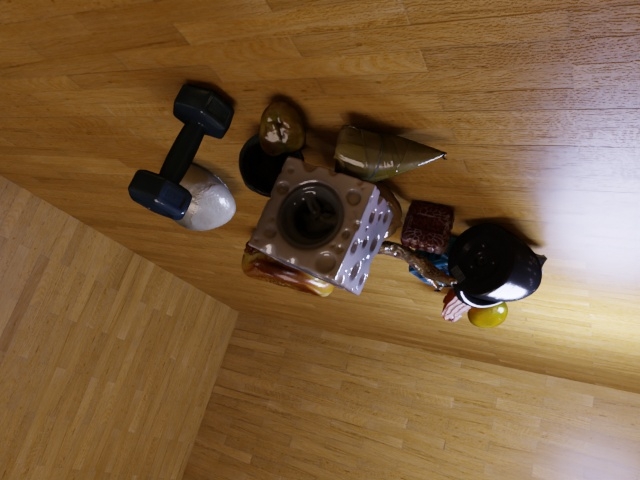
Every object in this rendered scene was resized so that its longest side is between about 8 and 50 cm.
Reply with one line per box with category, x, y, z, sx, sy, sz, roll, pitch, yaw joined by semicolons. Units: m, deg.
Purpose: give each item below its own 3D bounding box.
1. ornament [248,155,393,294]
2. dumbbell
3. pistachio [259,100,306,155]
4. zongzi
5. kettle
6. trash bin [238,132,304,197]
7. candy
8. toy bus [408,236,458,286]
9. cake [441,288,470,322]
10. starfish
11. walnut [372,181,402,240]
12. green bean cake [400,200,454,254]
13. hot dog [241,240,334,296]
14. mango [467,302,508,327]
ornament;0.011;-0.030;1.394;0.240;0.239;0.240;22;173;22
dumbbell;-0.332;-0.212;1.354;0.143;0.316;0.156;26;166;-12
pistachio;-0.088;-0.256;1.353;0.110;0.100;0.189;19;161;5
zongzi;0.158;-0.189;1.352;0.256;0.115;0.228;4;168;1
kettle;0.516;0.103;1.653;0.290;0.207;0.268;19;128;-43
trash bin;-0.143;-0.192;1.516;0.175;0.175;0.161;22;171;-13
candy;-0.418;-0.134;1.875;0.295;0.185;0.295;21;164;6
toy bus;0.401;0.068;1.833;0.134;0.113;0.246;28;161;-14
cake;0.559;0.236;2.197;0.098;0.135;0.287;32;152;0
starfish;0.232;0.078;1.712;0.398;0.132;0.384;11;171;18
walnut;0.112;-0.064;1.598;0.238;0.141;0.204;-14;118;52
green bean cake;0.301;-0.038;1.577;0.135;0.136;0.056;14;161;14
hot dog;-0.131;0.086;2.240;0.405;0.185;0.223;14;164;9
mango;0.680;0.292;2.266;0.136;0.099;0.227;25;153;-2
